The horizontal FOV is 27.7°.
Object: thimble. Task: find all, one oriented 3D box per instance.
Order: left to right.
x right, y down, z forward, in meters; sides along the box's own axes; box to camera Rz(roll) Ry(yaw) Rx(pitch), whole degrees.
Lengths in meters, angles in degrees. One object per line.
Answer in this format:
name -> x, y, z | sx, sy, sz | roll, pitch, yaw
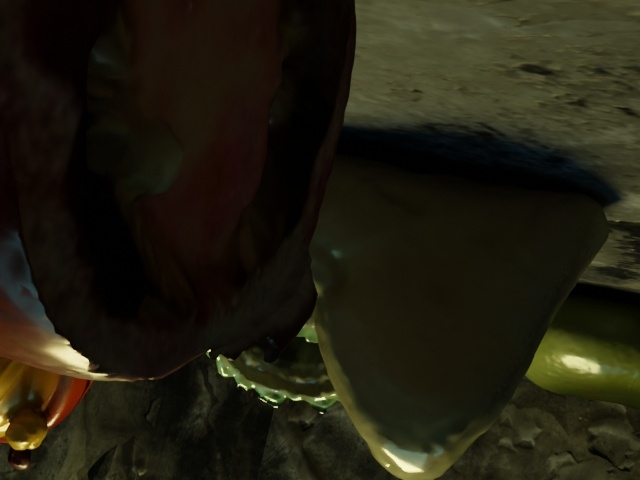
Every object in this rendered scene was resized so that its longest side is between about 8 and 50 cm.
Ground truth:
thimble -> -0.021, 0.053, 1.242 | 0.219, 0.150, 0.219 | 13, 145, 9

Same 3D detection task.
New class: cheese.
cheese -> 0.067, 0.057, 1.023 | 0.251, 0.248, 0.173 | 19, 172, 4

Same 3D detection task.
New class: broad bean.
broad bean -> 0.355, 0.138, 1.535 | 0.291, 0.119, 0.238 | 18, 171, -30

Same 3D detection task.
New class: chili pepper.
chili pepper -> -0.143, -0.095, 0.496 | 0.305, 0.229, 0.251 | 23, -153, 27

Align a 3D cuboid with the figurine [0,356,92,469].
figurine -> -0.295, 0.047, 1.212 | 0.320, 0.323, 0.196 | 9, 170, 36
